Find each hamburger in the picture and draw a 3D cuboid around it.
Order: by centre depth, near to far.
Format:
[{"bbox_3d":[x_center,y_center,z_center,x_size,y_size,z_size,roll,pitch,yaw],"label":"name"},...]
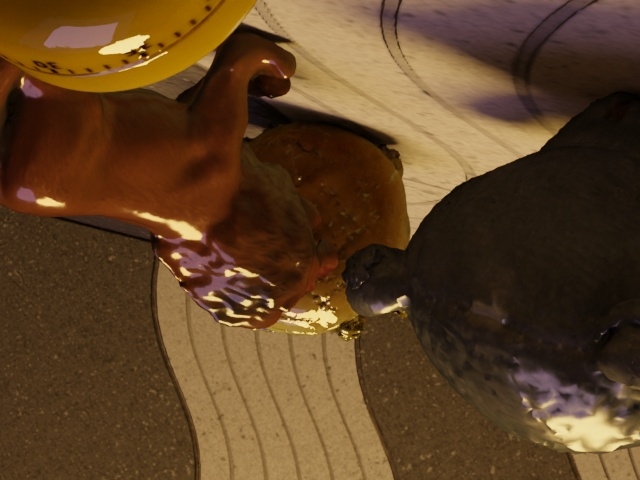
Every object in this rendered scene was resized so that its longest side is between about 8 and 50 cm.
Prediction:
[{"bbox_3d":[0.000,0.000,0.943,0.185,0.159,0.131,34,170,-3],"label":"hamburger"}]

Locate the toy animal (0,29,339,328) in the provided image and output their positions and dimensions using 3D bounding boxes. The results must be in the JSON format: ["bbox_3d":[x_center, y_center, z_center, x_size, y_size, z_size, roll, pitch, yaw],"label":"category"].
[{"bbox_3d":[-0.092,-0.046,0.712,0.097,0.158,0.312,7,173,44],"label":"toy animal"}]

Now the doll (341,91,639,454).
[{"bbox_3d":[0.164,-0.006,0.699,0.245,0.158,0.340,3,-163,38],"label":"doll"}]

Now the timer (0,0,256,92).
[{"bbox_3d":[-0.060,-0.095,0.393,0.107,0.107,0.109,12,171,20],"label":"timer"}]
